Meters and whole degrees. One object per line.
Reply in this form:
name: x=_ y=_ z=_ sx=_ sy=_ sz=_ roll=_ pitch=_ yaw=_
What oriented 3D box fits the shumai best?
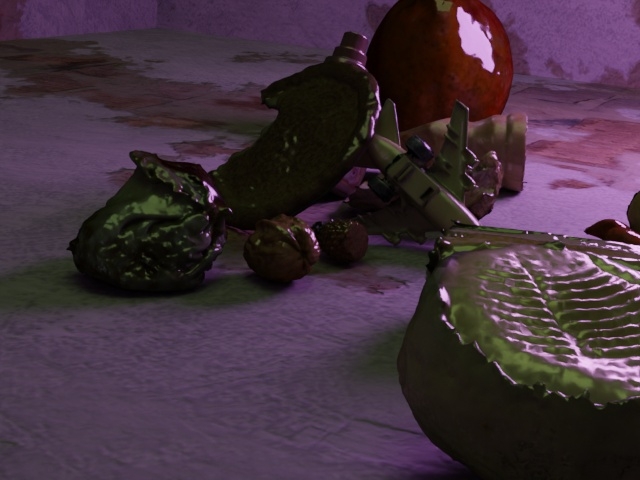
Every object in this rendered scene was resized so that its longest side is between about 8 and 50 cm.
shumai: x=-0.192 y=-0.027 z=1.163 sx=0.184 sy=0.141 sz=0.184 roll=5 pitch=14 yaw=-1

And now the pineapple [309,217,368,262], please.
pineapple: x=0.000 y=0.000 z=1.293 sx=0.124 sy=0.058 sz=0.058 roll=0 pitch=11 yaw=42

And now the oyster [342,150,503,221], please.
oyster: x=0.151 y=-0.066 z=1.475 sx=0.233 sy=0.107 sz=0.161 roll=-7 pitch=21 yaw=26

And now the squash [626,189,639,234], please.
squash: x=0.469 y=-0.001 z=1.323 sx=0.094 sy=0.094 sz=0.224 roll=4 pitch=22 yaw=0

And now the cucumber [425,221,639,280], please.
cucumber: x=0.276 y=0.053 z=1.072 sx=0.326 sy=0.105 sz=0.145 roll=5 pitch=11 yaw=10

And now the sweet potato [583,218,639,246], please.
sweet potato: x=0.396 y=0.009 z=1.321 sx=0.055 sy=0.058 sz=0.202 roll=-18 pitch=19 yaw=1

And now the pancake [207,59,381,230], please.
pancake: x=-0.042 y=-0.140 z=1.424 sx=0.288 sy=0.033 sz=0.286 roll=-32 pitch=42 yaw=8

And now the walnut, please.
walnut: x=-0.046 y=0.009 z=1.185 sx=0.079 sy=0.082 sz=0.096 roll=-39 pitch=28 yaw=-22

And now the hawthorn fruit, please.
hawthorn fruit: x=0.227 y=-0.325 z=1.958 sx=0.309 sy=0.324 sz=0.308 roll=6 pitch=45 yaw=-6

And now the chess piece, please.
chess piece: x=0.192 y=-0.151 z=1.698 sx=0.301 sy=0.137 sz=0.137 roll=3 pitch=17 yaw=11

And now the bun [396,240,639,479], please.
bun: x=0.182 y=0.113 z=0.772 sx=0.260 sy=0.152 sz=0.259 roll=8 pitch=28 yaw=-4

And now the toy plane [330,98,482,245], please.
toy plane: x=0.133 y=-0.067 z=1.350 sx=0.256 sy=0.242 sz=0.104 roll=47 pitch=4 yaw=30

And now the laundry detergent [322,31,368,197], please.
laundry detergent: x=0.037 y=-0.187 z=1.572 sx=0.076 sy=0.237 sz=0.171 roll=15 pitch=-7 yaw=34
